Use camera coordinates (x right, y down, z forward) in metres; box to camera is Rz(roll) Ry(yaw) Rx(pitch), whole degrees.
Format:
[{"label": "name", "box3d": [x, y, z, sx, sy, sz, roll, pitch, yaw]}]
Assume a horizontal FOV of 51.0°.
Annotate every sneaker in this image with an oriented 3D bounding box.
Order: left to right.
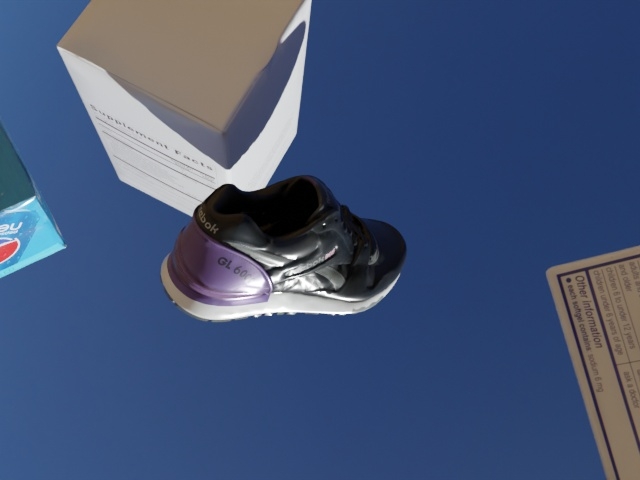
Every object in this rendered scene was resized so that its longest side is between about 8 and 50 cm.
[{"label": "sneaker", "box3d": [0.000, 0.000, 0.637, 0.107, 0.283, 0.124, 55, -49, 28]}]

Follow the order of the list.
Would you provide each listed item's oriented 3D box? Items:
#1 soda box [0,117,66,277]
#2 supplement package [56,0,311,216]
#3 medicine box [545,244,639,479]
[{"label": "soda box", "box3d": [-0.210, -0.078, 0.334, 0.210, 0.071, 0.067, 57, -18, 14]}, {"label": "supplement package", "box3d": [-0.132, -0.158, 0.740, 0.178, 0.175, 0.293, -61, 176, -19]}, {"label": "medicine box", "box3d": [0.372, 0.113, 0.553, 0.289, 0.149, 0.264, -17, -99, 24]}]
